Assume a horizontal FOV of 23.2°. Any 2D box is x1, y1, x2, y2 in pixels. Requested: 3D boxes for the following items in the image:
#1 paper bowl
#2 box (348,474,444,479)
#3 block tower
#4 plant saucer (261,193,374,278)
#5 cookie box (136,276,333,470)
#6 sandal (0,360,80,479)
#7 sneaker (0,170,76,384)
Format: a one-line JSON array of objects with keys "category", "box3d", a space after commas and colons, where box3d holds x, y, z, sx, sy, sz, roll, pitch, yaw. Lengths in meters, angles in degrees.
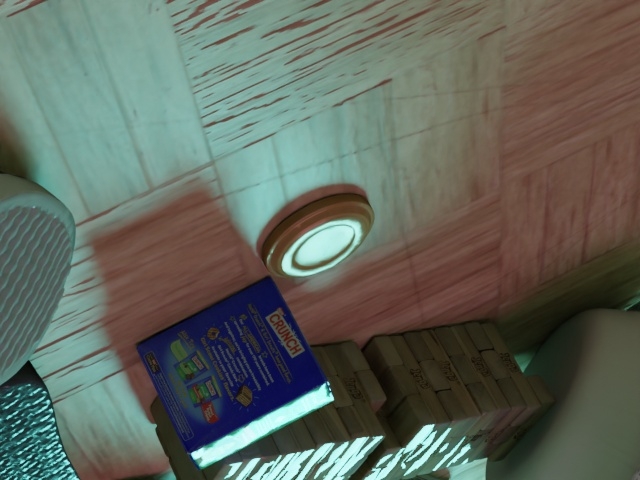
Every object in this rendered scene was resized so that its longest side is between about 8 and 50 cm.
[{"category": "paper bowl", "box3d": [0.250, 0.174, 1.364, 0.148, 0.284, 0.284, 28, 130, -8]}, {"category": "box", "box3d": [0.073, 0.312, 1.514, 0.127, 0.149, 0.232, -36, 152, 12]}, {"category": "block tower", "box3d": [0.027, 0.139, 1.241, 0.335, 0.097, 0.091, -3, 143, -37]}, {"category": "plant saucer", "box3d": [0.000, 0.000, 1.064, 0.083, 0.013, 0.083, -22, 152, -12]}, {"category": "cookie box", "box3d": [-0.059, 0.092, 1.079, 0.107, 0.092, 0.040, -27, 155, -4]}, {"category": "sandal", "box3d": [-0.219, 0.159, 1.096, 0.097, 0.054, 0.255, -23, 143, -27]}, {"category": "sneaker", "box3d": [-0.230, 0.013, 0.767, 0.321, 0.127, 0.126, -9, 118, -76]}]
